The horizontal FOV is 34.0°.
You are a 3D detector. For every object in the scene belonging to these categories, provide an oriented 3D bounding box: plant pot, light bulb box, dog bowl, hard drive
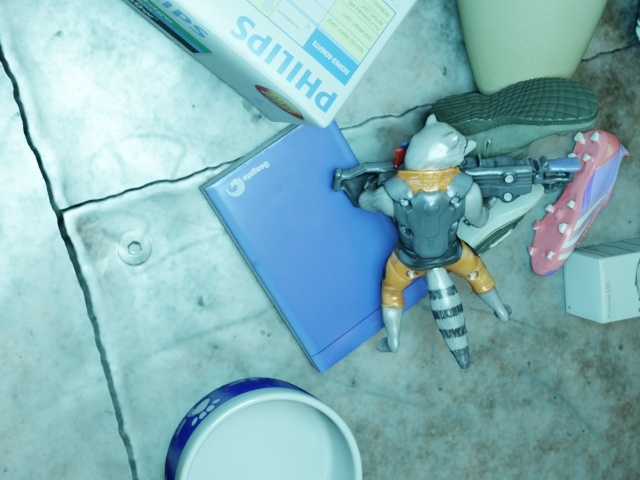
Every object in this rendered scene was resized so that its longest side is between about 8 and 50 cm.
[{"bbox_3d":[0.294,-0.342,1.471,0.256,0.256,0.274,-7,116,-20],"label":"plant pot"},{"bbox_3d":[-0.057,-0.391,1.321,0.358,0.225,0.361,38,83,-21],"label":"light bulb box"},{"bbox_3d":[-0.080,0.329,1.465,0.264,0.104,0.265,-3,98,-20],"label":"dog bowl"},{"bbox_3d":[0.000,0.000,1.490,0.210,0.040,0.319,-36,108,-13],"label":"hard drive"}]

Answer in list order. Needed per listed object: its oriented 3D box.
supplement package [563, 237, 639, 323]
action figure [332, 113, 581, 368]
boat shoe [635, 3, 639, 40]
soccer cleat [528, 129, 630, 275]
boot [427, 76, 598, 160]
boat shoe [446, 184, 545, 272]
[{"bbox_3d":[0.486,0.059,1.650,0.179,0.105,0.105,-9,100,-20],"label":"supplement package"},{"bbox_3d":[0.196,-0.013,1.413,0.341,0.179,0.330,-10,118,5],"label":"action figure"},{"bbox_3d":[0.649,-0.355,1.571,0.335,0.121,0.119,-4,131,14],"label":"boat shoe"},{"bbox_3d":[0.405,-0.052,1.622,0.095,0.083,0.248,25,85,-26],"label":"soccer cleat"},{"bbox_3d":[0.283,-0.140,1.482,0.161,0.246,0.083,59,38,-42],"label":"boot"},{"bbox_3d":[0.252,-0.033,1.571,0.219,0.078,0.070,-36,148,-8],"label":"boat shoe"}]
